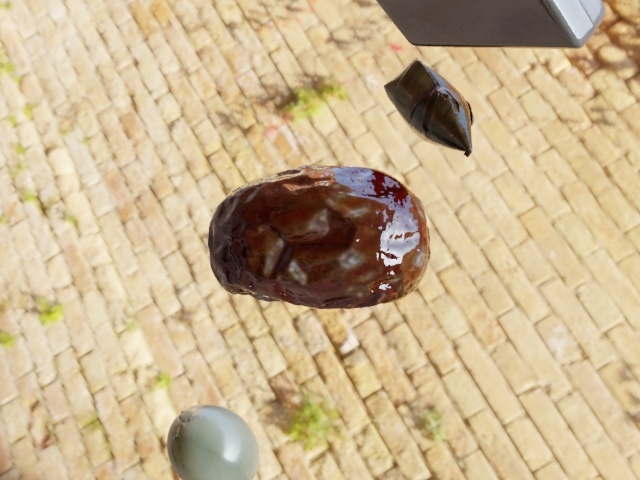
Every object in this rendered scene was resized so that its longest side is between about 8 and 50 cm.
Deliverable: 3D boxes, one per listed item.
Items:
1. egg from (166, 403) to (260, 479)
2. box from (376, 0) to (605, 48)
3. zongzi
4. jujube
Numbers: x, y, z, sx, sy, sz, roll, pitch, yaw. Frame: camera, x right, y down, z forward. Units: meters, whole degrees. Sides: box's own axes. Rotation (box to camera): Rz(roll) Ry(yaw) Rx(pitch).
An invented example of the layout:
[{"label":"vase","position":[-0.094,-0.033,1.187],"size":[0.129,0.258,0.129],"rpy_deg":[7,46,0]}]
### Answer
[{"label":"egg","position":[-0.144,0.280,1.294],"size":[0.152,0.114,0.114],"rpy_deg":[50,7,-40]},{"label":"box","position":[0.151,-0.233,0.924],"size":[0.103,0.055,0.244],"rpy_deg":[46,-16,-32]},{"label":"zongzi","position":[0.246,-0.199,1.751],"size":[0.221,0.112,0.242],"rpy_deg":[29,19,-54]},{"label":"jujube","position":[0.001,0.000,1.689],"size":[0.276,0.377,0.276],"rpy_deg":[-9,90,-81]}]
